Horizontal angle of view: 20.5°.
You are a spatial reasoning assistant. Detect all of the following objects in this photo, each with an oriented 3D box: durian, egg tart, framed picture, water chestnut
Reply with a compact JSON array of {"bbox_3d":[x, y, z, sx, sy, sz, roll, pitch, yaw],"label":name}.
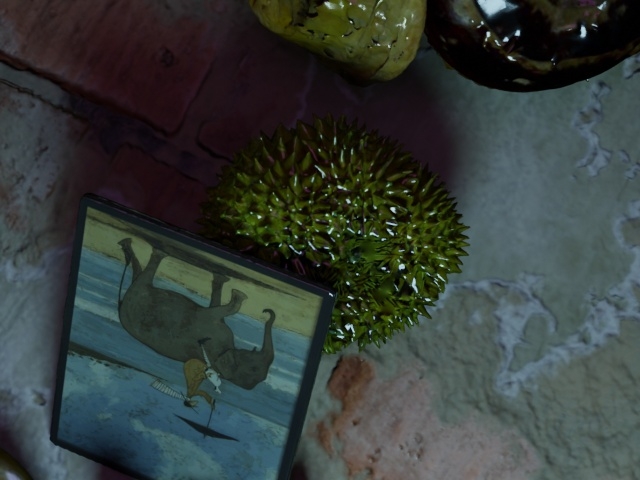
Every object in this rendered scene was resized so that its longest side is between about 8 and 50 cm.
[{"bbox_3d":[-0.003,-0.001,1.770,0.291,0.291,0.224,-34,54,-3],"label":"durian"},{"bbox_3d":[-0.005,-0.317,1.805,0.129,0.341,0.341,-9,75,-24],"label":"egg tart"},{"bbox_3d":[-0.134,0.129,1.739,0.265,0.347,0.016,21,40,8],"label":"framed picture"},{"bbox_3d":[0.222,-0.294,1.834,0.300,0.300,0.300,-1,77,4],"label":"water chestnut"}]

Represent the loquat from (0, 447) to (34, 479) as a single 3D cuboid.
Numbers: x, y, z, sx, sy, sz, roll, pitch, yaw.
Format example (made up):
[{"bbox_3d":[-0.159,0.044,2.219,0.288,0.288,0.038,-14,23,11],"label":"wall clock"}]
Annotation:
[{"bbox_3d":[-0.359,0.298,1.772,0.179,0.179,0.227,-34,85,-3],"label":"loquat"}]
